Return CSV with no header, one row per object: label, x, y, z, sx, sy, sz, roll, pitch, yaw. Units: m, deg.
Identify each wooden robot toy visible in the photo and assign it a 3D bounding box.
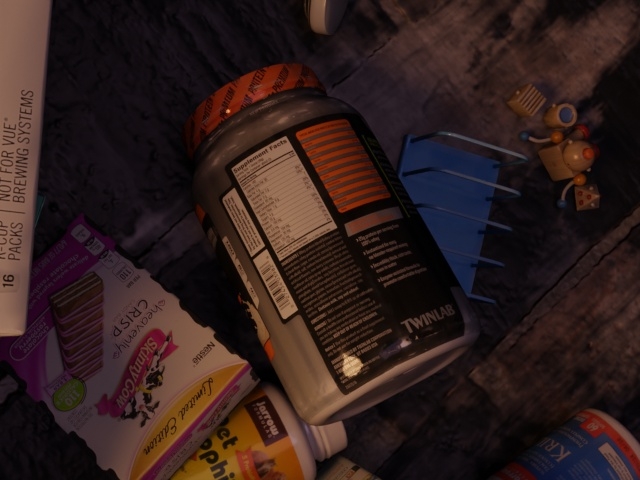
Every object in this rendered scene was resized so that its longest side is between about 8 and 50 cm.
wooden robot toy,0.290,-0.108,1.137,0.076,0.079,0.173,-33,99,-14

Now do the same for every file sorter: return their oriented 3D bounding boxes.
file sorter,0.144,-0.023,1.080,0.118,0.104,0.170,15,85,-16

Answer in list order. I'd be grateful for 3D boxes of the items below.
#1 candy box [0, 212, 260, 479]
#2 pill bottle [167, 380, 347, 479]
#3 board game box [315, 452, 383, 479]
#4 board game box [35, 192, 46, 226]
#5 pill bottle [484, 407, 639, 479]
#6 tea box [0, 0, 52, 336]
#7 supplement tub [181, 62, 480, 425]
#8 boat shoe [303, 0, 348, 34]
candy box,-0.196,0.107,0.940,0.233,0.071,0.159,39,77,18
pill bottle,-0.085,0.218,1.002,0.214,0.117,0.117,-24,96,-16
board game box,0.003,0.326,0.930,0.224,0.303,0.097,-45,100,-12
board game box,-0.365,0.002,0.864,0.210,0.047,0.160,22,76,-29
pill bottle,0.249,0.293,1.097,0.221,0.124,0.124,-32,98,-16
tea box,-0.381,-0.103,0.700,0.323,0.220,0.329,7,84,-34
supplement tub,0.000,0.000,0.959,0.193,0.193,0.316,-23,74,-15
boat shoe,-0.002,-0.330,1.063,0.070,0.078,0.220,6,91,18
